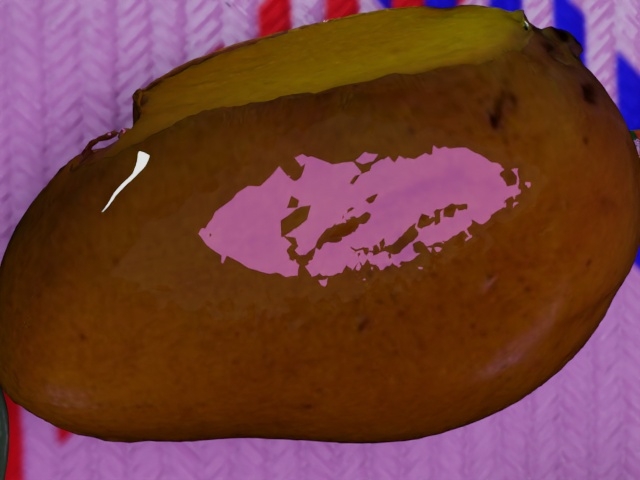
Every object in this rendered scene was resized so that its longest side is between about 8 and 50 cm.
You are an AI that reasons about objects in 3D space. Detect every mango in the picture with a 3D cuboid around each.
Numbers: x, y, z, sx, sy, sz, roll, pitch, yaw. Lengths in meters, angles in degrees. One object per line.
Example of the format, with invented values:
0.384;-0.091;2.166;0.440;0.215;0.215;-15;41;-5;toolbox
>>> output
0.000;0.000;0.755;0.262;0.130;0.167;-10;99;-9;mango

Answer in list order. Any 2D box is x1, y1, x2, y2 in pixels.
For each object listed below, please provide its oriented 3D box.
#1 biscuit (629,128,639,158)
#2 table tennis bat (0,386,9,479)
0.163;-0.033;0.855;0.089;0.016;0.046;-6;93;-15;biscuit
-0.168;0.104;0.758;0.257;0.039;0.160;35;85;-12;table tennis bat
